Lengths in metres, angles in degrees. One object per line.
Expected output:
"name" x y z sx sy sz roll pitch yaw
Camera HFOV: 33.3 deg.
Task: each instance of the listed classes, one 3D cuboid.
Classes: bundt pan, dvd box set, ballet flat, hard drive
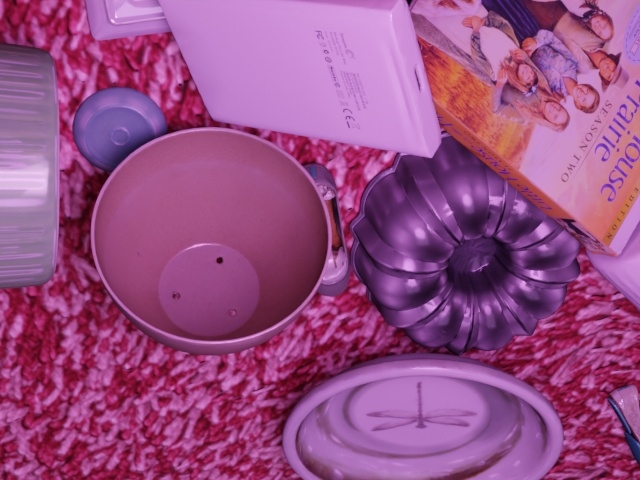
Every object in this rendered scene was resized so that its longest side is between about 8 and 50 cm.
"bundt pan" 0.209 0.019 1.450 0.330 0.124 0.331 -4 119 -7
"dvd box set" 0.283 -0.218 1.289 0.420 0.062 0.308 37 81 -24
"ballet flat" 0.000 0.000 1.439 0.072 0.068 0.213 -11 120 -2
"ballet flat" 0.506 0.295 1.690 0.052 0.057 0.168 -31 120 -2
"hard drive" -0.025 -0.198 1.208 0.307 0.040 0.203 14 144 31

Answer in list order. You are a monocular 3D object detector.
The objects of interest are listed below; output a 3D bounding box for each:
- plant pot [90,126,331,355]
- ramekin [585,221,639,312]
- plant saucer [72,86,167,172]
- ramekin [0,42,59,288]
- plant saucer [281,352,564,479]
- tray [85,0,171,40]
"plant pot" -0.137 0.028 1.347 0.284 0.284 0.191 -2 155 -7
"ramekin" 0.473 -0.030 1.383 0.135 0.277 0.277 35 109 -16
"plant saucer" -0.253 -0.134 1.352 0.119 0.021 0.119 -3 119 -6
"ramekin" -0.378 -0.084 1.211 0.148 0.303 0.304 0 119 -18
"plant saucer" 0.145 0.262 1.550 0.400 0.101 0.401 1 139 1
"tray" -0.148 -0.316 1.262 0.270 0.030 0.145 -8 121 -4
